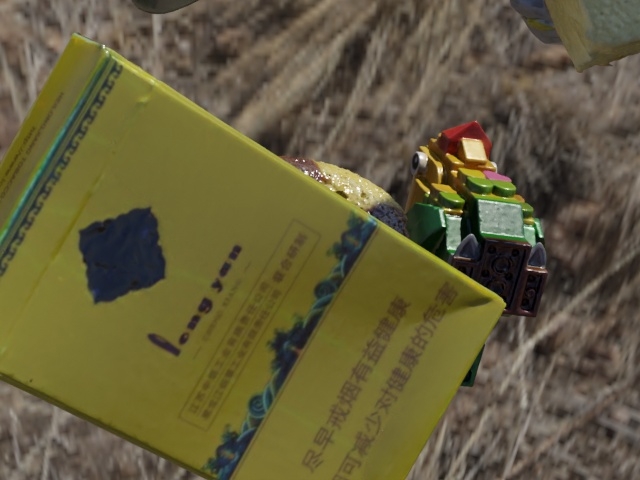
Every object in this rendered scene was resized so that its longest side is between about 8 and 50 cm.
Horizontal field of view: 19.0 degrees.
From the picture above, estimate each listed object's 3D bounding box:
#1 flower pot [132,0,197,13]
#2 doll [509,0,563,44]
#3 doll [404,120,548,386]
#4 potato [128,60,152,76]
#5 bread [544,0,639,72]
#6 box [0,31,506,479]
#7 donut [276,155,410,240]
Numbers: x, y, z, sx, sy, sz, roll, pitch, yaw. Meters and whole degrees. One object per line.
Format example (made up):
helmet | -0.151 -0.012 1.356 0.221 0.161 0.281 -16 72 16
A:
flower pot | -0.210 -0.142 0.565 0.254 0.367 0.164 -24 57 30
doll | 0.200 -0.227 1.721 0.079 0.180 0.094 -53 32 9
doll | 0.111 0.000 1.490 0.106 0.134 0.186 6 49 -18
potato | -0.203 -0.100 1.851 0.178 0.203 0.158 -3 57 15
bread | 0.237 -0.196 1.282 0.188 0.068 0.125 -17 86 -13
box | -0.043 0.035 0.925 0.153 0.279 0.041 -60 35 -1
donut | 0.000 0.000 1.169 0.140 0.059 0.140 19 27 -10
